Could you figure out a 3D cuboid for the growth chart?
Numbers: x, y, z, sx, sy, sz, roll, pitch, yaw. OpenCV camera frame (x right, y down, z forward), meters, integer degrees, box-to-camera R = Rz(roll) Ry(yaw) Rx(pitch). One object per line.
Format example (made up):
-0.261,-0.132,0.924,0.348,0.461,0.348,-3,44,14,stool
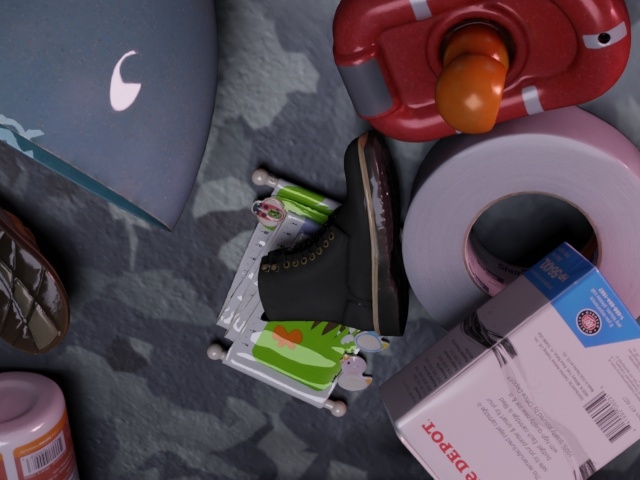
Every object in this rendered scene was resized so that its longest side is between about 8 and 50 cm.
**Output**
-0.010,0.056,1.193,0.172,0.021,0.237,18,121,-1,growth chart

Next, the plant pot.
-0.193,-0.162,0.983,0.290,0.290,0.195,30,85,-7,plant pot

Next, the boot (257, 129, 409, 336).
0.000,0.000,1.106,0.137,0.077,0.198,2,119,14,boot

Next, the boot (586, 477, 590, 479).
0.212,0.281,1.149,0.246,0.207,0.094,37,131,8,boot

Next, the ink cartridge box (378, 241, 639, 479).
0.171,0.125,1.038,0.203,0.086,0.148,-38,108,4,ink cartridge box

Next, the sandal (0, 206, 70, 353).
-0.311,0.008,1.205,0.219,0.060,0.090,47,111,0,sandal

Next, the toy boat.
0.122,-0.137,0.975,0.231,0.151,0.151,-14,126,18,toy boat

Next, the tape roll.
0.182,-0.007,1.092,0.219,0.072,0.219,4,120,7,tape roll

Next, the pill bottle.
-0.307,0.252,1.299,0.121,0.121,0.216,2,119,9,pill bottle
